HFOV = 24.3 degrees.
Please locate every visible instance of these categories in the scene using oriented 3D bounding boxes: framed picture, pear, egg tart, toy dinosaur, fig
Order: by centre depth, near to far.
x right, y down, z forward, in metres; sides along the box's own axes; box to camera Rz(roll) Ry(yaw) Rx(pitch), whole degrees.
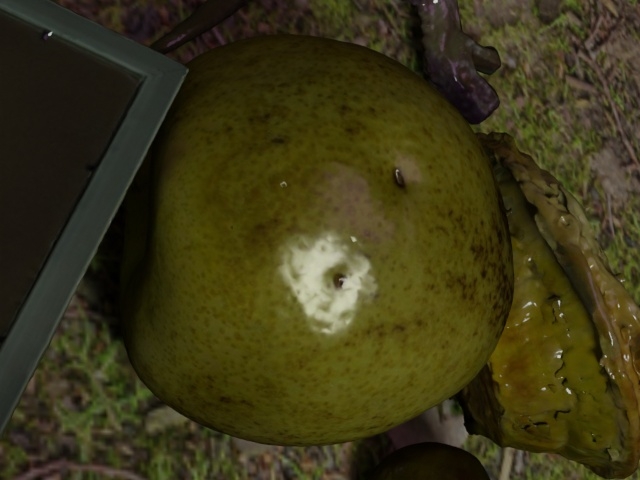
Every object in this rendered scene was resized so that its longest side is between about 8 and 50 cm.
[{"bbox_3d":[-0.225,-0.048,0.581,0.293,0.018,0.231,26,56,-5],"label":"framed picture"},{"bbox_3d":[0.000,0.000,0.704,0.197,0.197,0.197,16,63,-36],"label":"pear"},{"bbox_3d":[0.062,0.144,0.798,0.084,0.082,0.098,35,16,-5],"label":"fig"},{"bbox_3d":[0.107,0.042,0.814,0.090,0.212,0.212,-24,90,-11],"label":"egg tart"},{"bbox_3d":[0.021,-0.173,0.883,0.251,0.072,0.199,17,73,-47],"label":"toy dinosaur"}]
